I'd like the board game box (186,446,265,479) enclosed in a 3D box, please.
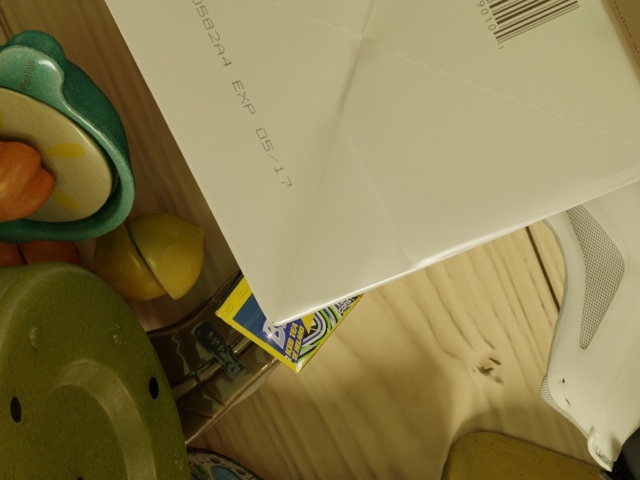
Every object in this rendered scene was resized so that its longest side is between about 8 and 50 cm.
[{"bbox_3d":[-0.020,0.210,1.117,0.194,0.060,0.194,34,113,19],"label":"board game box"}]

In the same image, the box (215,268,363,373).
[{"bbox_3d":[0.000,0.000,0.991,0.054,0.169,0.059,36,115,-5],"label":"box"}]

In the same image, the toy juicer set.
[{"bbox_3d":[-0.132,-0.029,1.006,0.209,0.089,0.329,38,140,-26],"label":"toy juicer set"}]

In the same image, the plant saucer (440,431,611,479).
[{"bbox_3d":[0.185,0.314,1.091,0.332,0.081,0.333,19,112,11],"label":"plant saucer"}]

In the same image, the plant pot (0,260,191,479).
[{"bbox_3d":[-0.271,0.154,1.020,0.353,0.366,0.366,-10,105,20],"label":"plant pot"}]

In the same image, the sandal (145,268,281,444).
[{"bbox_3d":[-0.065,0.066,1.104,0.180,0.049,0.072,-36,85,14],"label":"sandal"}]

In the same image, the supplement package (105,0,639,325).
[{"bbox_3d":[0.054,-0.121,0.883,0.198,0.263,0.199,-23,100,22],"label":"supplement package"}]

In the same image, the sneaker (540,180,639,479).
[{"bbox_3d":[0.194,0.096,0.978,0.146,0.122,0.331,-23,75,36],"label":"sneaker"}]
